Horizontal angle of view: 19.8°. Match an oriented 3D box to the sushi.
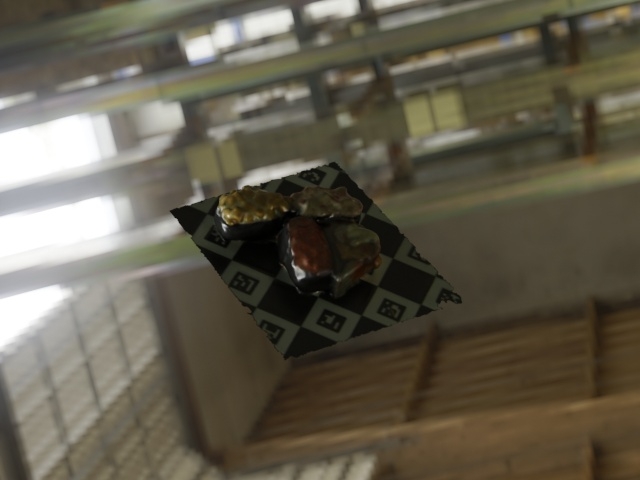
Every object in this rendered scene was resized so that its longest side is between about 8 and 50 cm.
[{"bbox_3d":[0.000,0.000,1.005,0.120,0.026,0.126,-18,-128,-33],"label":"sushi"}]
